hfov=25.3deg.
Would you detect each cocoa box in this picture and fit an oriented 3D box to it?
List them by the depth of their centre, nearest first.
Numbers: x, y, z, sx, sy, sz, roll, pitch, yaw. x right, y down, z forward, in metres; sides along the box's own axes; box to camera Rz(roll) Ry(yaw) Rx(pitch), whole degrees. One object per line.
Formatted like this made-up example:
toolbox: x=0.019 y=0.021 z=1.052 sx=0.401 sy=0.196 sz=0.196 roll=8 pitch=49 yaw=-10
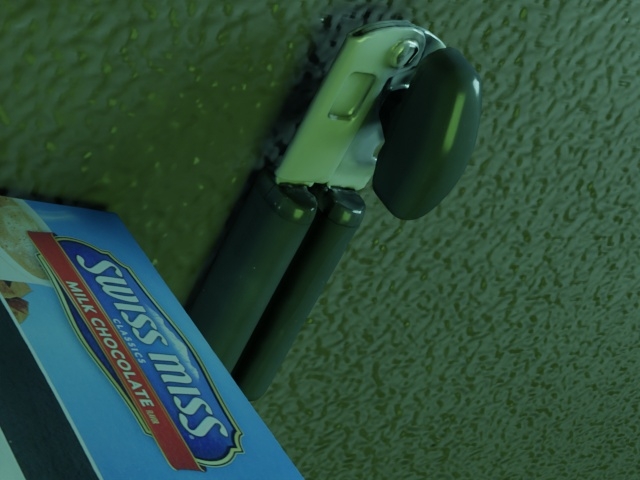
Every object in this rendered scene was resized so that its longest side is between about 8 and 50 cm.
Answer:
cocoa box: x=-0.216 y=0.170 z=0.721 sx=0.228 sy=0.231 sz=0.347 roll=8 pitch=123 yaw=-46

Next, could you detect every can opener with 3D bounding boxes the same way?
can opener: x=0.000 y=0.000 z=0.840 sx=0.076 sy=0.095 sz=0.283 roll=2 pitch=127 yaw=-41
